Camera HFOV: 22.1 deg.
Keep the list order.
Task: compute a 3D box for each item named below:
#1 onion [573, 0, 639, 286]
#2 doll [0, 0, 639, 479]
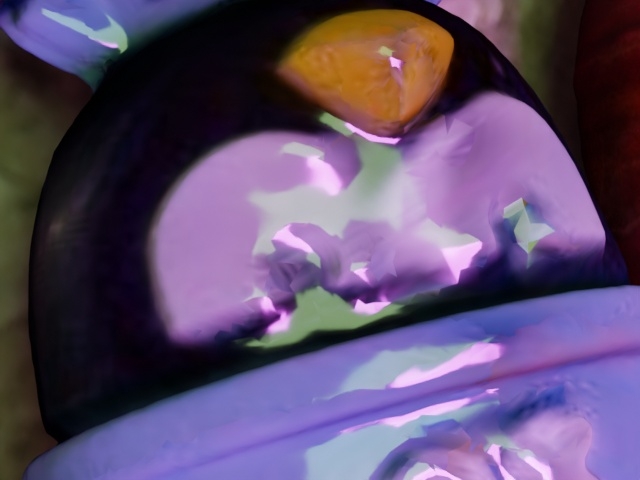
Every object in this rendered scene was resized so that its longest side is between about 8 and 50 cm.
[{"bbox_3d":[0.203,-0.048,0.528,0.248,0.161,0.248,-5,102,-25],"label":"onion"},{"bbox_3d":[0.000,0.000,0.423,0.177,0.141,0.314,-12,80,-24],"label":"doll"}]
